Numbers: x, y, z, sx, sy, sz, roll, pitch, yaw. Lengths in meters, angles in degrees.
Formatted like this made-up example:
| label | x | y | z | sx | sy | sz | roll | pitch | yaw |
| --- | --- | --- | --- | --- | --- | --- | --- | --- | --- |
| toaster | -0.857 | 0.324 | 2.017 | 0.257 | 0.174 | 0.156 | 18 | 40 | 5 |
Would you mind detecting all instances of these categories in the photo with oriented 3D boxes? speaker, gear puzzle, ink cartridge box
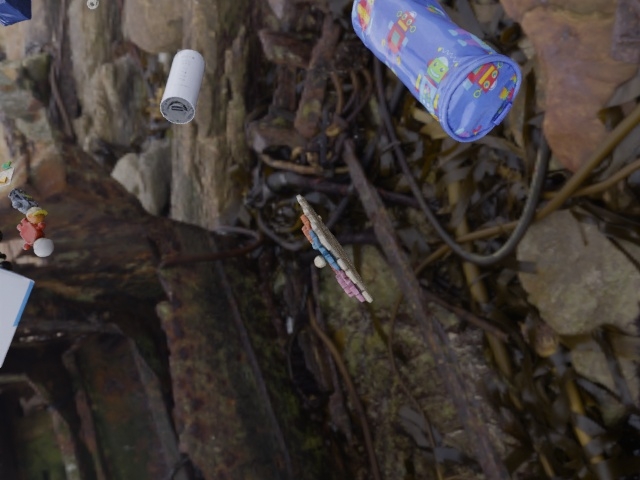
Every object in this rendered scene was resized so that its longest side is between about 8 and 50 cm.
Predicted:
| label | x | y | z | sx | sy | sz | roll | pitch | yaw |
| --- | --- | --- | --- | --- | --- | --- | --- | --- | --- |
| speaker | -0.223 | -0.252 | 1.134 | 0.055 | 0.055 | 0.136 | 118 | 161 | -44 |
| gear puzzle | 0.000 | 0.000 | 1.334 | 0.175 | 0.044 | 0.339 | 52 | -176 | -23 |
| ink cartridge box | -0.777 | 0.138 | 1.521 | 0.270 | 0.197 | 0.198 | 4 | 73 | 59 |

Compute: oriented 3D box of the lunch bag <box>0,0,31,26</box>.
| label | x | y | z | sx | sy | sz | roll | pitch | yaw |
| --- | --- | --- | --- | --- | --- | --- | --- | --- | --- |
| lunch bag | -0.600 | -0.452 | 1.307 | 0.098 | 0.065 | 0.067 | 42 | -142 | -67 |

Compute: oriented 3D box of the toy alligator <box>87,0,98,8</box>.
| label | x | y | z | sx | sy | sz | roll | pitch | yaw |
| --- | --- | --- | --- | --- | --- | --- | --- | --- | --- |
| toy alligator | -0.474 | -0.591 | 1.554 | 0.189 | 0.056 | 0.051 | -46 | 13 | 22 |

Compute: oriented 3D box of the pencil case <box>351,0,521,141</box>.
| label | x | y | z | sx | sy | sz | roll | pitch | yaw |
| --- | --- | --- | --- | --- | --- | --- | --- | --- | --- |
| pencil case | 0.153 | -0.259 | 0.954 | 0.119 | 0.133 | 0.306 | -56 | 40 | 26 |

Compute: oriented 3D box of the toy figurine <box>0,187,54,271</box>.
| label | x | y | z | sx | sy | sz | roll | pitch | yaw |
| --- | --- | --- | --- | --- | --- | --- | --- | --- | --- |
| toy figurine | -0.886 | -0.020 | 1.997 | 0.148 | 0.213 | 0.209 | 43 | 142 | 23 |

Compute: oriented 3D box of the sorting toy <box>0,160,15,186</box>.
| label | x | y | z | sx | sy | sz | roll | pitch | yaw |
| --- | --- | --- | --- | --- | --- | --- | --- | --- | --- |
| sorting toy | -0.647 | -0.132 | 1.404 | 0.083 | 0.062 | 0.012 | -106 | -5 | -50 |
